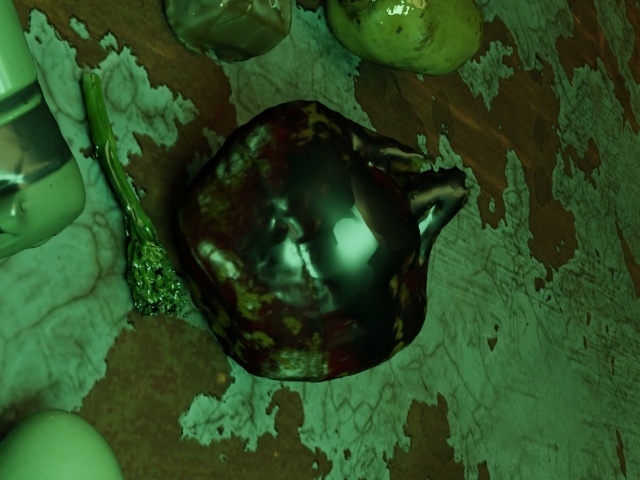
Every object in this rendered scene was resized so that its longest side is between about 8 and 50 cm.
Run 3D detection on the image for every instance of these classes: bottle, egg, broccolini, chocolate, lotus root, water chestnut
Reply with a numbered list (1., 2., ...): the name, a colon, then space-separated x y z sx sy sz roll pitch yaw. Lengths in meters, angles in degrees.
1. bottle: -0.290 -0.138 0.685 0.168 0.168 0.347 -47 121 -49
2. egg: -0.201 0.203 0.726 0.114 0.114 0.152 13 64 -51
3. broccolini: -0.182 -0.041 0.902 0.054 0.051 0.239 -11 81 -78
4. chocolate: -0.097 -0.310 1.056 0.148 0.093 0.214 6 74 -51
5. lotus root: 0.109 -0.294 1.272 0.284 0.160 0.146 13 74 -55
6. water chestnut: 0.000 0.000 0.957 0.289 0.244 0.289 19 65 -47
